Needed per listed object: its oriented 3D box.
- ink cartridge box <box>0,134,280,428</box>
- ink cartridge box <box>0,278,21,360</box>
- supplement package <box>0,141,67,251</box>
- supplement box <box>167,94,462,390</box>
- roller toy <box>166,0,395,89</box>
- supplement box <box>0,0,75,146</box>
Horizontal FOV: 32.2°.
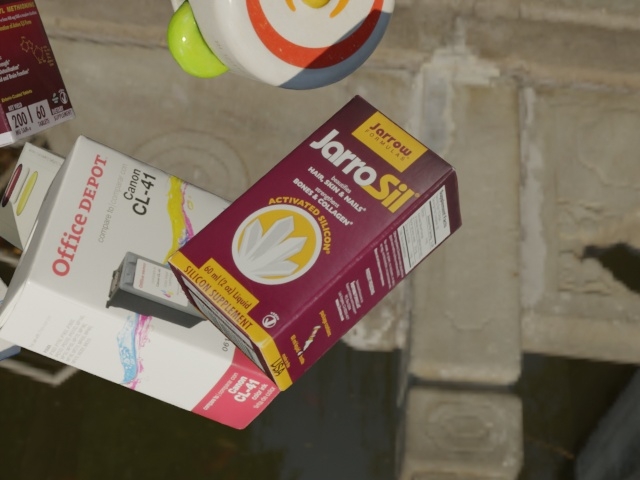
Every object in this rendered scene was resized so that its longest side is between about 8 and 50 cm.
[{"bbox_3d":[-0.180,0.049,1.264,0.306,0.226,0.131,25,138,-19],"label":"ink cartridge box"},{"bbox_3d":[-0.463,0.087,1.442,0.092,0.143,0.090,-24,148,-37],"label":"ink cartridge box"},{"bbox_3d":[-0.314,-0.021,1.581,0.204,0.145,0.262,22,180,-38],"label":"supplement package"},{"bbox_3d":[0.000,0.000,0.796,0.104,0.188,0.081,40,164,27],"label":"supplement box"},{"bbox_3d":[-0.032,-0.243,1.034,0.191,0.209,0.146,5,-167,-31],"label":"roller toy"},{"bbox_3d":[-0.368,-0.228,1.220,0.073,0.130,0.239,-12,104,24],"label":"supplement box"}]
